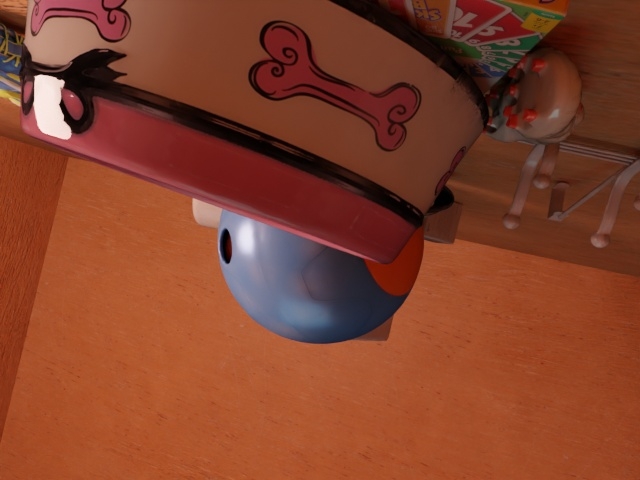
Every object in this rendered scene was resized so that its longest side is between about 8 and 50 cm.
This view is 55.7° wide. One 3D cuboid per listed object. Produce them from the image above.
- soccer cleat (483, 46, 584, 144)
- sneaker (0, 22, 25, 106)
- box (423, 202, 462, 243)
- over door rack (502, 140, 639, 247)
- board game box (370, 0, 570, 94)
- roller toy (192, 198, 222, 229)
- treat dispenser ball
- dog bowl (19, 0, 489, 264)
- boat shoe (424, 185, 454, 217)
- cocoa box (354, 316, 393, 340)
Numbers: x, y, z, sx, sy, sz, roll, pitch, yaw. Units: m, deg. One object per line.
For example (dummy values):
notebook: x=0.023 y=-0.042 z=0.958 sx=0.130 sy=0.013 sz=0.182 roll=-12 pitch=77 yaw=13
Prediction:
soccer cleat: x=0.184 y=-0.111 z=0.491 sx=0.076 sy=0.068 sz=0.196 roll=8 pitch=-174 yaw=4
sneaker: x=-0.397 y=-0.225 z=0.758 sx=0.240 sy=0.091 sz=0.126 roll=14 pitch=178 yaw=-21
box: x=0.277 y=-0.049 z=1.472 sx=0.087 sy=0.102 sz=0.101 roll=15 pitch=178 yaw=-15
over door rack: x=0.250 y=-0.065 z=0.795 sx=0.239 sy=0.108 sz=0.324 roll=14 pitch=179 yaw=4
board game box: x=0.080 y=-0.150 z=0.462 sx=0.124 sy=0.039 sz=0.259 roll=14 pitch=-178 yaw=0
roller toy: x=-0.194 y=-0.113 z=1.364 sx=0.146 sy=0.191 sz=0.209 roll=12 pitch=-152 yaw=3
treat dispenser ball: x=0.000 y=0.000 z=0.851 sx=0.287 sy=0.289 sz=0.288 roll=13 pitch=179 yaw=0
dog bowl: x=-0.070 y=-0.101 z=0.546 sx=0.407 sy=0.151 sz=0.408 roll=20 pitch=180 yaw=0
boat shoe: x=0.108 y=-0.103 z=1.028 sx=0.285 sy=0.103 sz=0.092 roll=17 pitch=165 yaw=-31
cocoa box: x=0.042 y=0.019 z=1.305 sx=0.227 sy=0.348 sz=0.231 roll=13 pitch=179 yaw=32
